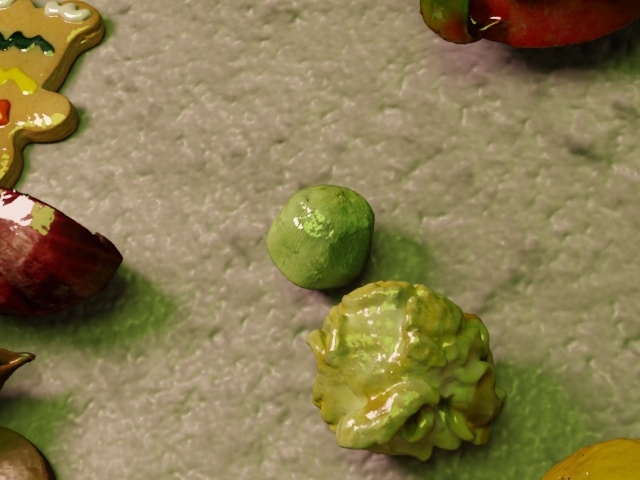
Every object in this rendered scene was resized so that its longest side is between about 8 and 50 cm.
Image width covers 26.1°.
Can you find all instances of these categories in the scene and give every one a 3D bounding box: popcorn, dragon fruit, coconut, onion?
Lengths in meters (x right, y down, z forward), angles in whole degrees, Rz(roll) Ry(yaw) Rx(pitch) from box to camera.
[{"bbox_3d":[0.059,0.095,1.029,0.162,0.141,0.135,-31,18,-29],"label":"popcorn"},{"bbox_3d":[0.190,-0.273,1.207,0.295,0.130,0.268,11,64,18],"label":"dragon fruit"},{"bbox_3d":[0.000,0.000,1.124,0.087,0.096,0.088,13,47,-14],"label":"coconut"},{"bbox_3d":[-0.275,0.007,1.152,0.206,0.151,0.098,18,80,39],"label":"onion"}]

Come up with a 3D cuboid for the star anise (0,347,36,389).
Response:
[{"bbox_3d":[-0.409,0.102,1.103,0.346,0.148,0.237,-4,73,15],"label":"star anise"}]

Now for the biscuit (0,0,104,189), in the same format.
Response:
[{"bbox_3d":[-0.298,-0.138,1.297,0.158,0.035,0.240,6,62,18],"label":"biscuit"}]

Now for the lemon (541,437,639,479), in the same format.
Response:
[{"bbox_3d":[0.219,0.226,0.881,0.231,0.192,0.192,28,70,25],"label":"lemon"}]

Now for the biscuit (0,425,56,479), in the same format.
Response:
[{"bbox_3d":[-0.322,0.230,1.093,0.236,0.039,0.180,-23,57,-3],"label":"biscuit"}]
